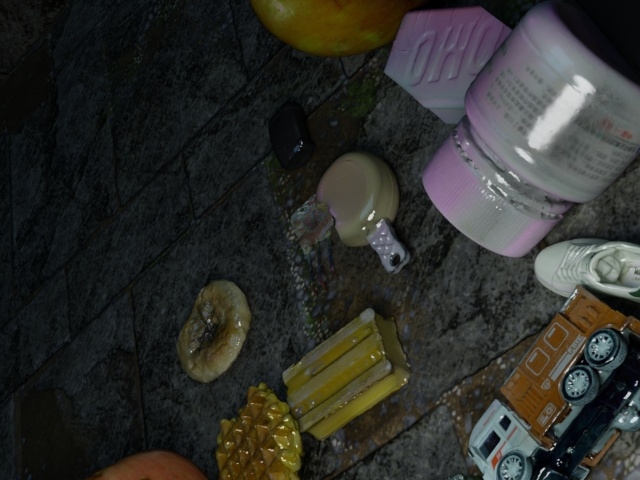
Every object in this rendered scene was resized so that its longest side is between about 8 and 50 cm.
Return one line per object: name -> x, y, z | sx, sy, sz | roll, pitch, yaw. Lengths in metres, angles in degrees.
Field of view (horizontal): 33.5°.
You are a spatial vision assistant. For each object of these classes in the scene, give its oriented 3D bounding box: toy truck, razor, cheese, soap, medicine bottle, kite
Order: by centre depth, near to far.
toy truck -> 0.332, 0.220, 1.454 | 0.305, 0.136, 0.162 | -55, 33, 8
medicine bottle -> 0.325, -0.157, 1.563 | 0.325, 0.256, 0.256 | -54, 39, 28
soap -> 0.043, 0.232, 1.821 | 0.233, 0.076, 0.135 | -41, 46, 27
soap -> 0.260, -0.300, 1.830 | 0.324, 0.109, 0.192 | 11, 80, 50
cheese -> 0.086, -0.044, 1.914 | 0.163, 0.082, 0.286 | -47, 43, 22
kite -> -0.002, -0.001, 2.045 | 0.127, 0.016, 0.229 | -41, 44, 32
razor -> -0.063, -0.215, 2.196 | 0.090, 0.054, 0.148 | -45, 42, 29

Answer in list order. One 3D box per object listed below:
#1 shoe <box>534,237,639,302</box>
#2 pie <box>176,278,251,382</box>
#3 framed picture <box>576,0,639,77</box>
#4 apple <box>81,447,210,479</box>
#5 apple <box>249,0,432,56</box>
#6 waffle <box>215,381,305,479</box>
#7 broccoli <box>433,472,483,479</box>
shoe -> 0.394, 0.034, 1.499 | 0.265, 0.110, 0.095 | 9, 79, 48
pie -> -0.210, 0.189, 2.154 | 0.185, 0.052, 0.218 | 30, 96, 46
framed picture -> 0.556, -0.354, 1.477 | 0.339, 0.014, 0.255 | -27, 47, 4
apple -> -0.336, 0.566, 1.848 | 0.391, 0.391, 0.346 | -29, 84, 37
apple -> 0.042, -0.530, 2.041 | 0.374, 0.374, 0.384 | -17, 24, 43
waffle -> -0.111, 0.393, 1.866 | 0.301, 0.058, 0.281 | -29, 63, 56
broccoli -> 0.207, 0.474, 1.453 | 0.146, 0.165, 0.304 | -16, 76, 15
